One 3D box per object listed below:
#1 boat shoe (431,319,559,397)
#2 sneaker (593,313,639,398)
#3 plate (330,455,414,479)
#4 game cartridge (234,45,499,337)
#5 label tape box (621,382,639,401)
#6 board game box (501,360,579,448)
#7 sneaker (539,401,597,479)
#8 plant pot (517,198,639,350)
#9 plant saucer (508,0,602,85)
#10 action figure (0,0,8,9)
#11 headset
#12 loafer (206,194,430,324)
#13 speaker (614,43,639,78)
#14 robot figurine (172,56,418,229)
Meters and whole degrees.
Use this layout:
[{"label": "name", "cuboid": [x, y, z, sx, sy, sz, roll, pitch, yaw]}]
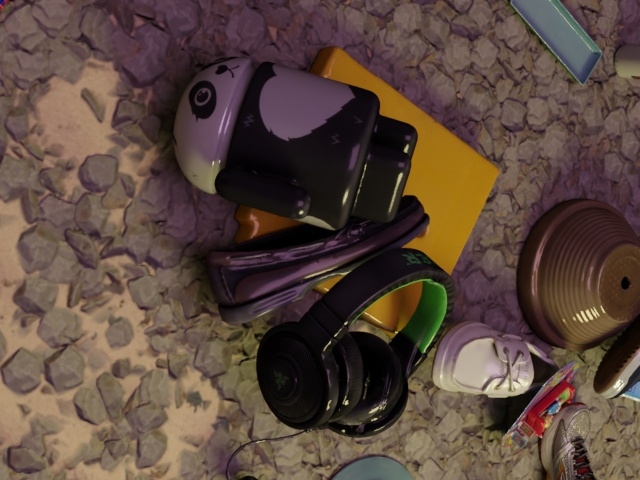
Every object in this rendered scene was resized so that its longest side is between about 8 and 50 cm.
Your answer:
[{"label": "boat shoe", "cuboid": [0.253, 0.171, 1.554, 0.277, 0.096, 0.098, 6, 100, -54]}, {"label": "sneaker", "cuboid": [0.551, 0.164, 1.701, 0.153, 0.099, 0.282, 43, 79, -6]}, {"label": "plate", "cuboid": [0.070, 0.395, 1.558, 0.188, 0.024, 0.188, -4, 98, -33]}, {"label": "game cartridge", "cuboid": [0.065, -0.054, 1.491, 0.324, 0.053, 0.285, 33, 78, -28]}, {"label": "label tape box", "cuboid": [0.642, 0.176, 1.834, 0.348, 0.115, 0.249, 18, 86, -14]}, {"label": "board game box", "cuboid": [0.337, 0.252, 1.648, 0.133, 0.033, 0.168, 0, 128, -58]}, {"label": "sneaker", "cuboid": [0.395, 0.360, 1.721, 0.088, 0.093, 0.225, -1, 96, -33]}, {"label": "plant pot", "cuboid": [0.422, 0.056, 1.693, 0.237, 0.110, 0.237, -4, 97, -33]}, {"label": "plant saucer", "cuboid": [0.347, -0.314, 1.654, 0.192, 0.018, 0.067, 40, 75, -29]}, {"label": "action figure", "cuboid": [-0.345, -0.283, 1.209, 0.038, 0.030, 0.115, 34, 83, -25]}, {"label": "headset", "cuboid": [0.032, 0.193, 1.386, 0.394, 0.185, 0.243, -50, 148, 10]}, {"label": "loafer", "cuboid": [0.000, 0.000, 1.370, 0.302, 0.109, 0.095, -27, 104, -22]}, {"label": "speaker", "cuboid": [0.513, -0.270, 1.695, 0.055, 0.136, 0.055, -8, 105, -32]}, {"label": "robot figurine", "cuboid": [-0.032, -0.114, 1.301, 0.278, 0.209, 0.173, 16, 91, 2]}]
